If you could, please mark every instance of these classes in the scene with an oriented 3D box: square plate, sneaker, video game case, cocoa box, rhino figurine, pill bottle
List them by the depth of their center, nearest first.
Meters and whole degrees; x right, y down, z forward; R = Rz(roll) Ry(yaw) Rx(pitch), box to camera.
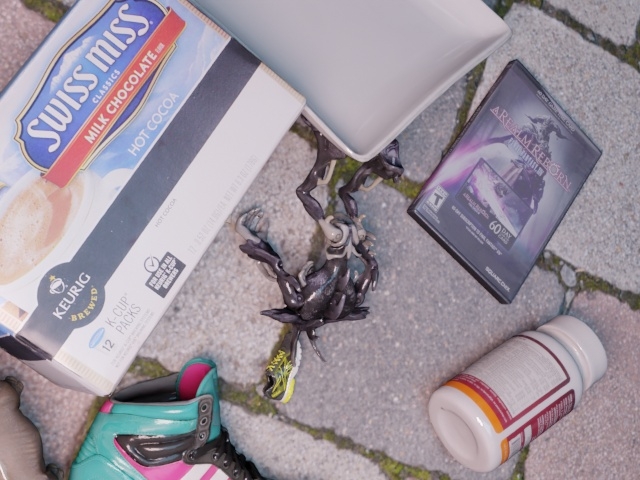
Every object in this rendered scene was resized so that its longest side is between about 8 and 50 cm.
[{"bbox_3d":[-0.313,0.161,0.900,0.073,0.106,0.243,-24,107,-7],"label":"rhino figurine"},{"bbox_3d":[-0.225,-0.057,0.938,0.228,0.231,0.347,38,71,-17],"label":"cocoa box"},{"bbox_3d":[-0.117,0.222,1.048,0.295,0.124,0.178,12,91,-25],"label":"sneaker"},{"bbox_3d":[0.008,-0.271,1.085,0.347,0.049,0.344,43,51,5],"label":"square plate"},{"bbox_3d":[-0.046,0.148,1.133,0.035,0.031,0.083,12,82,-26],"label":"sneaker"},{"bbox_3d":[0.256,0.190,1.236,0.221,0.121,0.121,-29,100,-26],"label":"pill bottle"},{"bbox_3d":[0.256,-0.080,1.307,0.196,0.026,0.274,42,71,-19],"label":"video game case"}]

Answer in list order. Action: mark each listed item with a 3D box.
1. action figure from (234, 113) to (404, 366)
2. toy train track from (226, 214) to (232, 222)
[{"bbox_3d":[0.000,0.000,1.112,0.164,0.141,0.276,5,111,-35],"label":"action figure"},{"bbox_3d":[-0.139,-0.033,1.105,0.083,0.014,0.048,12,82,-26],"label":"toy train track"}]
